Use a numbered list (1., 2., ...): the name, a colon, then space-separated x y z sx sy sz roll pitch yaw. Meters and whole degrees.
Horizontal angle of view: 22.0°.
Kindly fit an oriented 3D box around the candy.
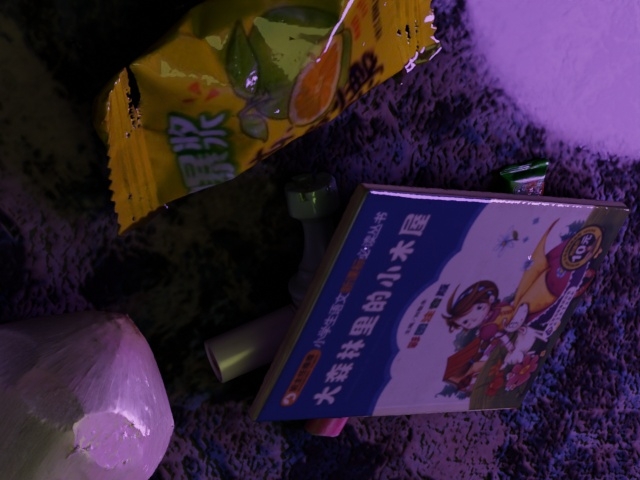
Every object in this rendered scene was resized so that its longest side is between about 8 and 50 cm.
1. candy: -0.035 -0.126 1.197 0.297 0.081 0.187 -34 151 -16

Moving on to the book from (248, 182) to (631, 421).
1. book: 0.106 0.057 1.365 0.322 0.018 0.228 1 123 -42

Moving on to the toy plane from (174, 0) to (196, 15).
1. toy plane: -0.113 -0.206 1.126 0.189 0.061 0.130 -26 128 -28

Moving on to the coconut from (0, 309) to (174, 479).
1. coconut: -0.189 0.131 1.227 0.171 0.171 0.183 33 101 -36

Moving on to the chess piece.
1. chess piece: 0.000 0.000 1.311 0.067 0.067 0.103 -20 116 -16

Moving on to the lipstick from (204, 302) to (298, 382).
1. lipstick: -0.029 0.074 1.349 0.130 0.038 0.038 -23 125 -13

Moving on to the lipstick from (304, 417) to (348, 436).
1. lipstick: 0.050 0.071 1.385 0.053 0.053 0.234 20 110 -34

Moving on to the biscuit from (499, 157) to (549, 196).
1. biscuit: 0.172 -0.025 1.409 0.046 0.016 0.089 -11 121 -22
